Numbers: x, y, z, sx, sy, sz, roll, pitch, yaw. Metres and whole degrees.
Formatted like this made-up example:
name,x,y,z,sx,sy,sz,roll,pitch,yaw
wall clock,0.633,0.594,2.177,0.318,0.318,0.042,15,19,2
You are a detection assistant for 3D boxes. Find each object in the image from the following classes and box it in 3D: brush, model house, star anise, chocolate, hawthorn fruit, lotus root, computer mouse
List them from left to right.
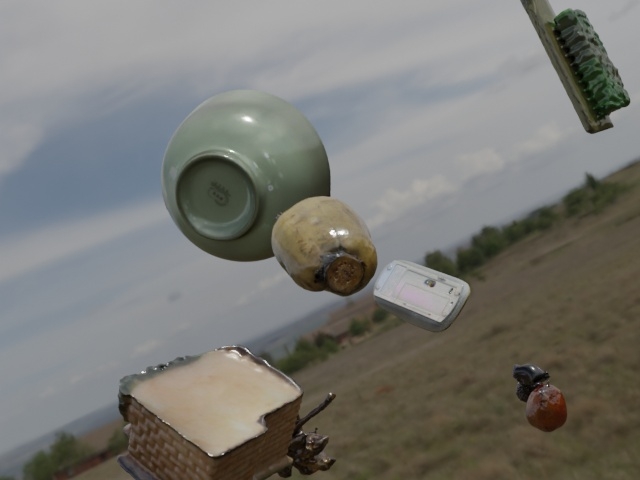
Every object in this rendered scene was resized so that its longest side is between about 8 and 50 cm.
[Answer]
name,x,y,z,sx,sy,sz,roll,pitch,yaw
model house,-0.126,0.240,1.134,0.183,0.166,0.172,-21,-51,-47
star anise,-0.060,0.316,1.633,0.177,0.234,0.073,10,37,13
lotus root,0.000,0.000,1.297,0.118,0.125,0.221,-54,30,12
computer mouse,0.171,0.092,1.674,0.199,0.045,0.102,19,74,49
chocolate,0.419,0.275,1.973,0.072,0.070,0.147,3,-30,10
hawthorn fruit,0.426,0.310,1.870,0.081,0.093,0.081,-11,30,7
brush,0.227,-0.239,0.986,0.048,0.282,0.054,-30,-6,31

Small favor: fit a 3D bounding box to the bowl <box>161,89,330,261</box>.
name,x,y,z,sx,sy,sz,roll,pitch,yaw
bowl,-0.170,-0.107,1.940,0.354,0.354,0.185,-27,7,24
